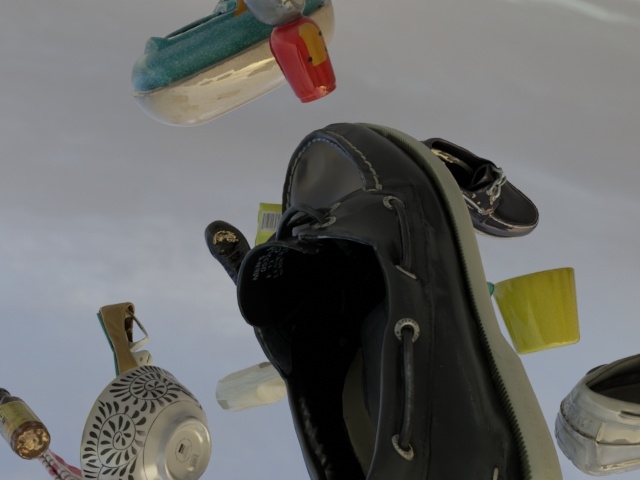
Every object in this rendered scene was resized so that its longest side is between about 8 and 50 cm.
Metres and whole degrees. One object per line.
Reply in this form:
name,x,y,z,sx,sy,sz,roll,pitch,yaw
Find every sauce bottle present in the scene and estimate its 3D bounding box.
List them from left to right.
sauce bottle,-0.323,0.190,1.163,0.042,0.042,0.128,4,-170,-32

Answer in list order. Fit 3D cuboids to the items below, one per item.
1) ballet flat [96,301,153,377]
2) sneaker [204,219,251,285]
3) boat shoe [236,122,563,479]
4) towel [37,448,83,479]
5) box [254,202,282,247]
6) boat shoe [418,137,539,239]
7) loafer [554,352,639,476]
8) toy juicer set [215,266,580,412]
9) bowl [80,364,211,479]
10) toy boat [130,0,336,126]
ballet flat,-0.321,0.186,1.857,0.073,0.080,0.232,-19,-132,-9
sneaker,-0.091,0.051,1.474,0.051,0.170,0.089,-35,-148,-10
boat shoe,0.012,0.036,0.588,0.113,0.127,0.340,13,-141,-26
towel,-0.338,0.351,1.567,0.197,0.029,0.144,25,159,53
box,0.000,0.000,1.657,0.058,0.087,0.232,4,175,41
boat shoe,0.185,-0.061,1.296,0.206,0.065,0.075,25,-120,-22
loafer,0.388,0.149,1.122,0.319,0.111,0.112,-15,-139,-21
toy juicer set,0.037,0.066,0.839,0.209,0.089,0.329,-20,168,41
bowl,-0.173,0.226,1.204,0.080,0.170,0.170,4,-171,37
toy boat,-0.080,-0.232,1.241,0.267,0.148,0.318,-31,-162,-18
